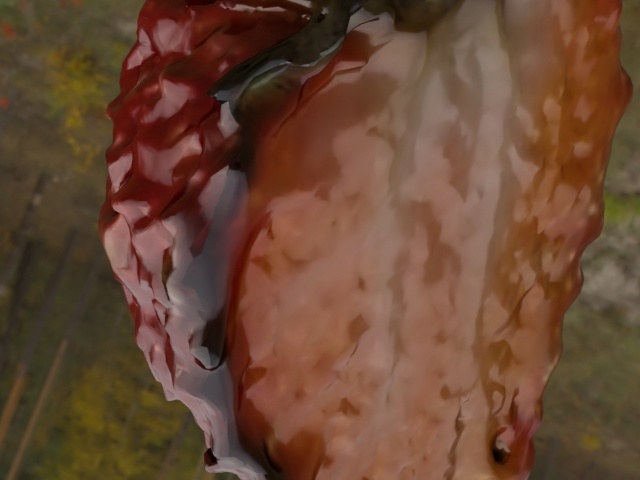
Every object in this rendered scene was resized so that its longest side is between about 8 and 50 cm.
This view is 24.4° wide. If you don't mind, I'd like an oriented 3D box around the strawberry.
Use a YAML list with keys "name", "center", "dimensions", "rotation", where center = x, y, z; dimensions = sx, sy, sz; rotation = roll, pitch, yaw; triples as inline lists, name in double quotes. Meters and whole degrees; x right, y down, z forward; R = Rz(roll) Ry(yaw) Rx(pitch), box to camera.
- name: "strawberry"
  center: [0.000, 0.000, 0.463]
  dimensions: [0.111, 0.236, 0.190]
  rotation: [25, -144, 39]
